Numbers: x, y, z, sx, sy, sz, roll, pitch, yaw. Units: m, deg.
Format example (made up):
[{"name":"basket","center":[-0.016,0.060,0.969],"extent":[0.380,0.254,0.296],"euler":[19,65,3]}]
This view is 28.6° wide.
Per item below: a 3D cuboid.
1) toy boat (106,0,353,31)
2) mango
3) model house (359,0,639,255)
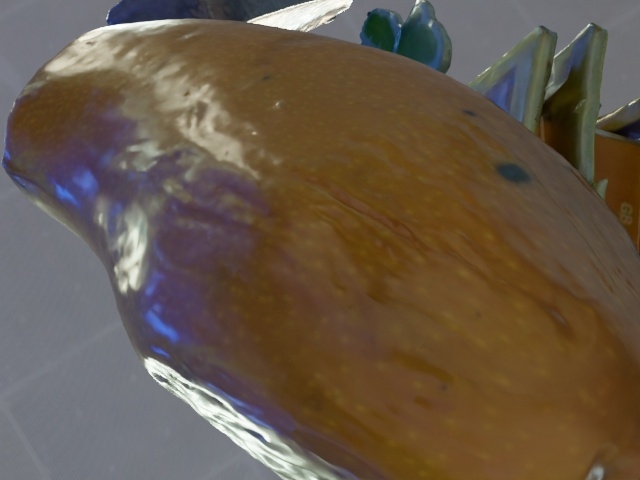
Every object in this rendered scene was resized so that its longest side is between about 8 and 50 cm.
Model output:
[{"name":"toy boat","center":[-0.057,-0.206,1.054],"extent":[0.078,0.127,0.283],"euler":[58,-144,1]},{"name":"mango","center":[0.002,-0.002,0.512],"extent":[0.187,0.144,0.359],"euler":[-17,-142,-27]},{"name":"model house","center":[0.119,-0.005,0.791],"extent":[0.243,0.312,0.357],"euler":[14,-154,-27]}]
